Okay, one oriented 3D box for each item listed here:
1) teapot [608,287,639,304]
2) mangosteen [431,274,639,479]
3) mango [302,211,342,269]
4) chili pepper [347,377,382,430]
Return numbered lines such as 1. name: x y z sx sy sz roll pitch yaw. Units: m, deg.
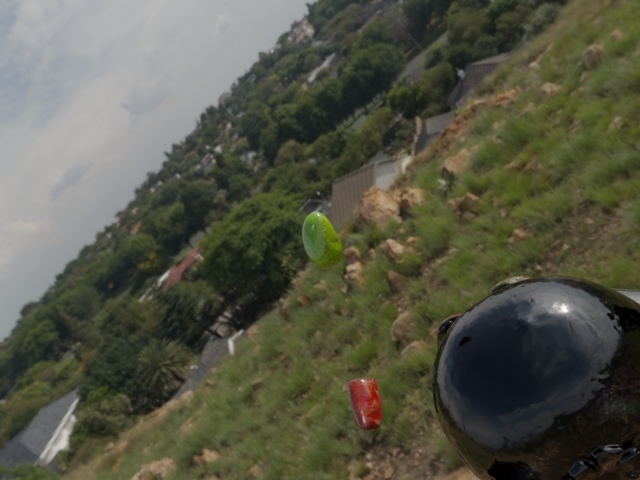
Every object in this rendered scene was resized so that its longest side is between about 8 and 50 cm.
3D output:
1. teapot: 0.609 0.206 1.307 0.337 0.270 0.200 2 45 39
2. mangosteen: 0.369 0.213 0.978 0.382 0.382 0.435 -42 27 18
3. mango: 0.000 0.000 1.051 0.056 0.108 0.073 -22 19 -36
4. chili pepper: 0.110 0.392 1.395 0.071 0.073 0.123 -14 66 14
